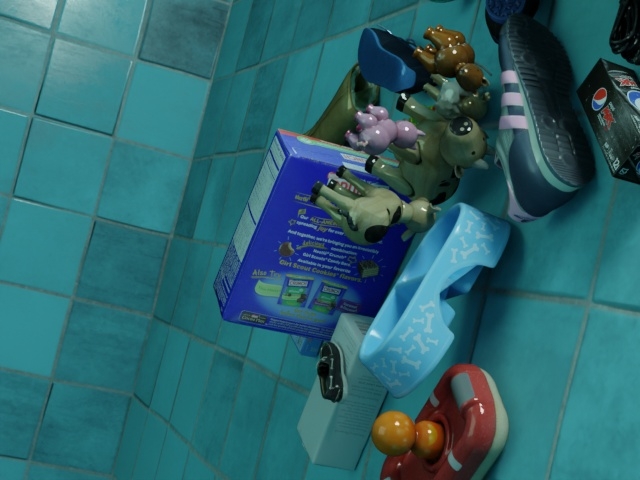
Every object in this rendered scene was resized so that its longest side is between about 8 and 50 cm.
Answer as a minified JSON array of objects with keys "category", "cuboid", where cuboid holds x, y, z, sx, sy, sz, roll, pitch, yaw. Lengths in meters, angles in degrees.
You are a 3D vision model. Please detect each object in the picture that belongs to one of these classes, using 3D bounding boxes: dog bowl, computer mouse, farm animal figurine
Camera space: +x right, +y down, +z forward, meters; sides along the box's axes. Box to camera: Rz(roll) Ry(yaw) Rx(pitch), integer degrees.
[{"category":"dog bowl","cuboid":[0.153,0.074,1.551,0.297,0.074,0.166,-57,8,-16]},{"category":"computer mouse","cuboid":[0.414,-0.313,1.305,0.262,0.060,0.184,157,126,-65]},{"category":"farm animal figurine","cuboid":[0.150,-0.118,1.596,0.330,0.172,0.327,-55,-11,-3]}]

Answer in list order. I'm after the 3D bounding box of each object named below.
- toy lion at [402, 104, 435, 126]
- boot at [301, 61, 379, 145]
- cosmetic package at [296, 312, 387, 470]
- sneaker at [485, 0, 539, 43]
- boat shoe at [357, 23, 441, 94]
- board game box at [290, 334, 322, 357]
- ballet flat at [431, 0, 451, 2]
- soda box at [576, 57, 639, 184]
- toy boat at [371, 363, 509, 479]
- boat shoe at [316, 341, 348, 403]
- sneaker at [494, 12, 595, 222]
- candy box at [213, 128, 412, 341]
[{"category":"toy lion","cuboid":[0.177,-0.194,1.893,0.096,0.034,0.100,-52,29,33]},{"category":"boot","cuboid":[0.019,-0.190,2.219,0.269,0.089,0.236,-46,35,50]},{"category":"cosmetic package","cuboid":[0.046,0.249,1.847,0.117,0.086,0.231,-121,48,-62]},{"category":"sneaker","cuboid":[0.296,-0.396,1.647,0.232,0.081,0.090,-64,-17,-17]},{"category":"boat shoe","cuboid":[0.137,-0.309,2.001,0.258,0.089,0.109,-119,34,-55]},{"category":"board game box","cuboid":[-0.008,0.096,2.156,0.160,0.039,0.211,-125,52,-64]},{"category":"ballet flat","cuboid":[0.269,-0.505,1.799,0.316,0.108,0.106,-42,18,47]},{"category":"soda box","cuboid":[0.361,-0.142,1.333,0.169,0.053,0.060,-98,31,-46]},{"category":"toy boat","cuboid":[0.137,0.267,1.494,0.151,0.151,0.231,-104,35,-53]},{"category":"boat shoe","cuboid":[0.013,0.207,1.787,0.046,0.038,0.125,-59,28,36]},{"category":"sneaker","cuboid":[0.270,-0.167,1.506,0.131,0.112,0.319,-50,30,44]},{"category":"candy box","cuboid":[0.000,0.000,1.873,0.317,0.268,0.122,-65,26,23]}]
